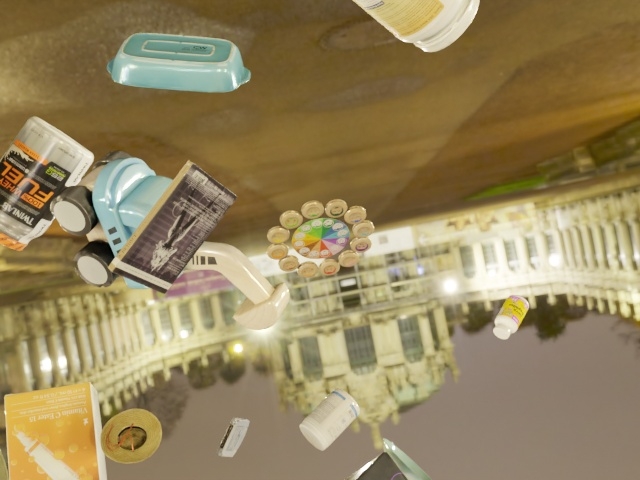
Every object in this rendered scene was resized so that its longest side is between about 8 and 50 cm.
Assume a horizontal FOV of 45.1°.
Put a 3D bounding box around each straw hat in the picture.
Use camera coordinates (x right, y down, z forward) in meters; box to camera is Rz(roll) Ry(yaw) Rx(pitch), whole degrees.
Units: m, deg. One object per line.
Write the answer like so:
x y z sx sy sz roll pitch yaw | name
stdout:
-0.451 0.479 1.855 0.144 0.144 0.061 -11 146 -12 | straw hat

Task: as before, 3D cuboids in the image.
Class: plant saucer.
0.218 0.572 1.920 0.037 0.195 0.195 -48 -179 -3 | plant saucer

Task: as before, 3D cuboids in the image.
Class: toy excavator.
-0.325 0.013 1.764 0.445 0.433 0.222 0 -147 25 | toy excavator

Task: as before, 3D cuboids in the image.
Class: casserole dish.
-0.185 -0.237 1.011 0.188 0.037 0.114 5 -144 -2 | casserole dish

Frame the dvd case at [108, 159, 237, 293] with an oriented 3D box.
-0.248 -0.018 1.325 0.018 0.221 0.164 35 178 26 | dvd case

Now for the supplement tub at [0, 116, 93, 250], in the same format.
-0.751 -0.143 1.999 0.193 0.316 0.193 33 178 1 | supplement tub

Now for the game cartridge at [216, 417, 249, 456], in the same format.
-0.179 0.405 1.590 0.017 0.083 0.056 24 176 35 | game cartridge

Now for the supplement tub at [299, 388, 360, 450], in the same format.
0.019 0.348 1.507 0.107 0.071 0.071 -40 -168 -25 | supplement tub

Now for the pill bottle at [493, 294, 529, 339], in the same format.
0.351 0.143 1.428 0.043 0.043 0.083 -13 -147 51 | pill bottle

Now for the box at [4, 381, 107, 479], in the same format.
-0.667 0.559 1.966 0.215 0.345 0.168 -8 161 -12 | box

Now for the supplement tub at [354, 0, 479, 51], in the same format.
0.202 -0.613 1.820 0.316 0.228 0.228 31 153 -32 | supplement tub

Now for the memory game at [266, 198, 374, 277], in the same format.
0.000 0.000 1.291 0.186 0.012 0.186 -7 137 -7 | memory game

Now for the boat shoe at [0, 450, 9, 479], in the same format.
-0.730 0.402 1.569 0.103 0.302 0.113 -9 -166 -2 | boat shoe

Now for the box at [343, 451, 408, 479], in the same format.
0.074 0.562 1.491 0.143 0.165 0.270 -45 168 32 | box
